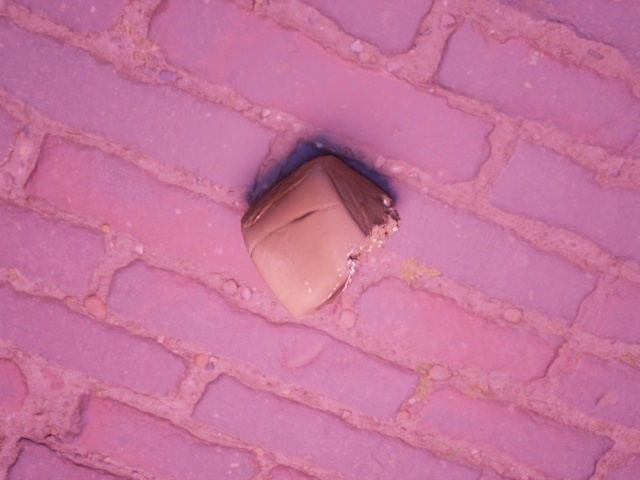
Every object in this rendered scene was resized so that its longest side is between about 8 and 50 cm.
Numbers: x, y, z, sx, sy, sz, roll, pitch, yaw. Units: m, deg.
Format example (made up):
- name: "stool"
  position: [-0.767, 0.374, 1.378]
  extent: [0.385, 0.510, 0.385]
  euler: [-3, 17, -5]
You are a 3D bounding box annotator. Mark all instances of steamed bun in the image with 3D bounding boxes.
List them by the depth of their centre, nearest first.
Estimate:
- name: "steamed bun"
  position: [0.000, 0.000, 1.781]
  extent: [0.273, 0.272, 0.290]
  euler: [40, 105, -15]
